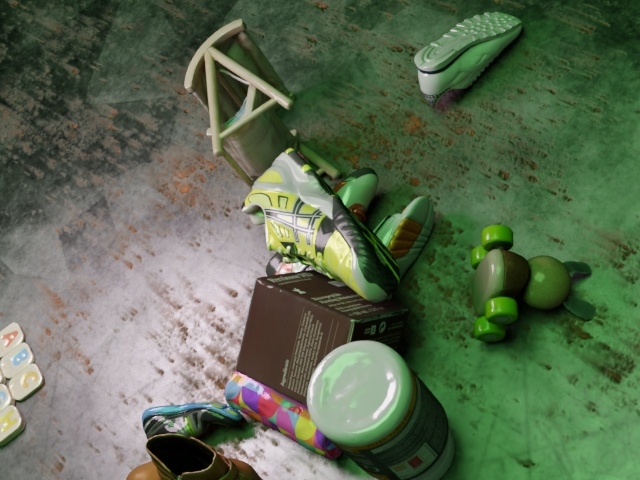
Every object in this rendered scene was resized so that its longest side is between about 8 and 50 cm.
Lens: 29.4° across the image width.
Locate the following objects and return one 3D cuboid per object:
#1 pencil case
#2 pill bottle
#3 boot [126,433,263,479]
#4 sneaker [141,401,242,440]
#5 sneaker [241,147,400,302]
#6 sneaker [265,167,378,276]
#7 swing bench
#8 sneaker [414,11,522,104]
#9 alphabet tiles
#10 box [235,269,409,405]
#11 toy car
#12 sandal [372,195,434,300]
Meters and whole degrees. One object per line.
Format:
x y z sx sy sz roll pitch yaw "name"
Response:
-0.049 0.275 2.022 0.236 0.104 0.104 20 72 33 "pencil case"
0.101 0.273 1.839 0.162 0.278 0.162 -12 58 19 "pill bottle"
-0.235 0.380 1.972 0.283 0.220 0.109 7 66 28 "boot"
-0.220 0.320 2.106 0.188 0.067 0.078 -9 80 19 "sneaker"
0.000 0.000 2.026 0.147 0.145 0.385 -43 41 3 "sneaker"
0.040 0.008 2.140 0.270 0.090 0.145 -46 55 -1 "sneaker"
-0.118 -0.222 2.242 0.165 0.253 0.255 -33 53 5 "swing bench"
0.274 -0.340 2.237 0.235 0.095 0.090 -30 36 -17 "sneaker"
-0.670 0.294 2.349 0.278 0.021 0.284 -36 53 2 "alphabet tiles"
0.003 0.162 1.971 0.203 0.168 0.167 22 106 32 "box"
0.346 0.074 1.960 0.188 0.149 0.155 4 64 -5 "toy car"
0.102 0.029 2.090 0.076 0.102 0.265 24 77 34 "sandal"
